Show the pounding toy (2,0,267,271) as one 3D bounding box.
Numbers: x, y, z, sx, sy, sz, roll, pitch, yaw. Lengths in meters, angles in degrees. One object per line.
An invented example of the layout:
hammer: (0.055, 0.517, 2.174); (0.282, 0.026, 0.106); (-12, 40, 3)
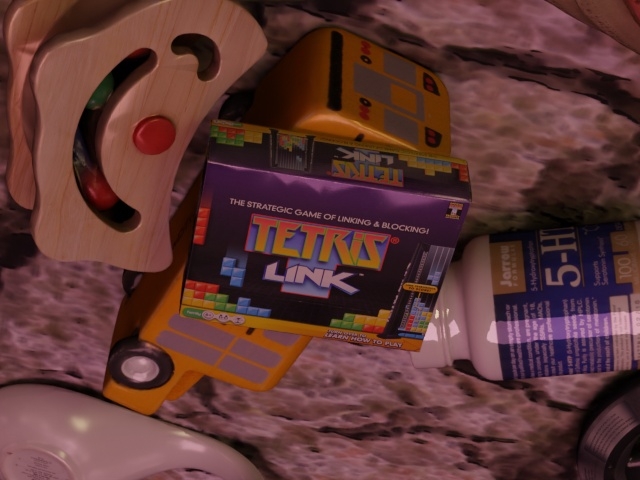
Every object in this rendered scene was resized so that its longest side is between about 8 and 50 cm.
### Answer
pounding toy: (-0.138, -0.126, 0.978); (0.154, 0.155, 0.269); (-10, 129, -24)

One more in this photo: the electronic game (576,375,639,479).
electronic game: (0.334, 0.181, 1.246); (0.229, 0.048, 0.229); (1, 133, 1)

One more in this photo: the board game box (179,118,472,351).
board game box: (0.000, 0.000, 0.962); (0.170, 0.048, 0.141); (8, 132, -6)

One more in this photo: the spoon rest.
spoon rest: (-0.172, 0.197, 1.283); (0.276, 0.084, 0.137); (17, 130, 6)

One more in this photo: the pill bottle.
pill bottle: (0.159, 0.047, 1.095); (0.186, 0.112, 0.112); (-6, 131, 8)

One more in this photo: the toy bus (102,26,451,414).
toy bus: (-0.045, 0.002, 1.070); (0.130, 0.108, 0.333); (22, 129, -18)

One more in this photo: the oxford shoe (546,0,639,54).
oxford shoe: (0.156, -0.201, 0.900); (0.348, 0.123, 0.130); (35, 159, -33)
